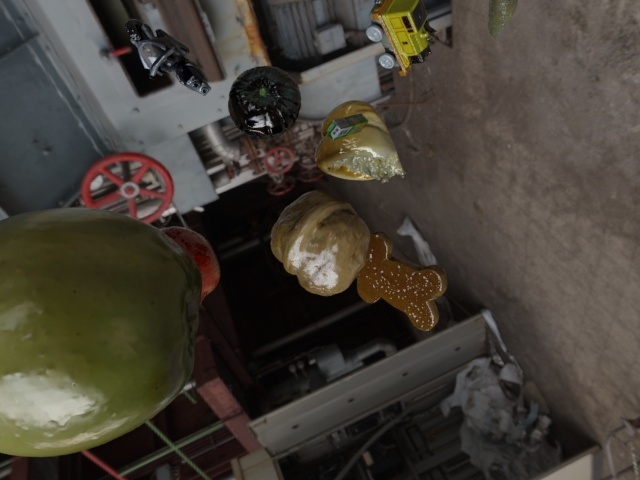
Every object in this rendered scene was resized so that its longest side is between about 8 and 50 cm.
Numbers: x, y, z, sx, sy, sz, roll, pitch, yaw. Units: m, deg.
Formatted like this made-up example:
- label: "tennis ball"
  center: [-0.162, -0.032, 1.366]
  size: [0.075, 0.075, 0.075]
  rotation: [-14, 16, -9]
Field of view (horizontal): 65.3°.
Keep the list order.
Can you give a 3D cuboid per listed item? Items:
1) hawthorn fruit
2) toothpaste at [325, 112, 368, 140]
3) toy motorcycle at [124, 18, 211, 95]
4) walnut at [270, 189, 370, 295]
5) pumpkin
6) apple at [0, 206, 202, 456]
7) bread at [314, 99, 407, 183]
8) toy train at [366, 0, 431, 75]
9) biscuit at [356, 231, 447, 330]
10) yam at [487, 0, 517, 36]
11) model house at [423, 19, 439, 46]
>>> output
- label: "hawthorn fruit"
  center: [-0.460, 0.082, 1.501]
  size: [0.330, 0.287, 0.287]
  rotation: [73, 171, -71]
- label: "toothpaste"
  center: [0.075, -0.315, 1.377]
  size: [0.037, 0.043, 0.178]
  rotation: [49, -145, 6]
- label: "toy motorcycle"
  center: [-0.403, -0.482, 1.350]
  size: [0.270, 0.106, 0.159]
  rotation: [32, -157, -46]
- label: "walnut"
  center: [0.000, 0.000, 1.445]
  size: [0.296, 0.285, 0.285]
  rotation: [41, 161, 32]
- label: "pumpkin"
  center: [-0.150, -0.370, 1.343]
  size: [0.140, 0.202, 0.201]
  rotation: [96, 149, -80]
- label: "apple"
  center: [-0.448, 0.155, 0.935]
  size: [0.473, 0.474, 0.473]
  rotation: [156, 90, -84]
- label: "bread"
  center: [0.158, -0.334, 1.760]
  size: [0.424, 0.329, 0.245]
  rotation: [20, -95, -75]
- label: "toy train"
  center: [0.188, -0.473, 1.141]
  size: [0.127, 0.089, 0.219]
  rotation: [11, 153, 39]
- label: "biscuit"
  center: [0.202, 0.094, 1.606]
  size: [0.432, 0.064, 0.282]
  rotation: [26, 131, 27]
- label: "yam"
  center: [0.646, -0.844, 1.770]
  size: [0.106, 0.106, 0.259]
  rotation: [63, -173, 25]
- label: "model house"
  center: [0.368, -0.873, 2.037]
  size: [0.203, 0.141, 0.164]
  rotation: [-2, -107, -54]
